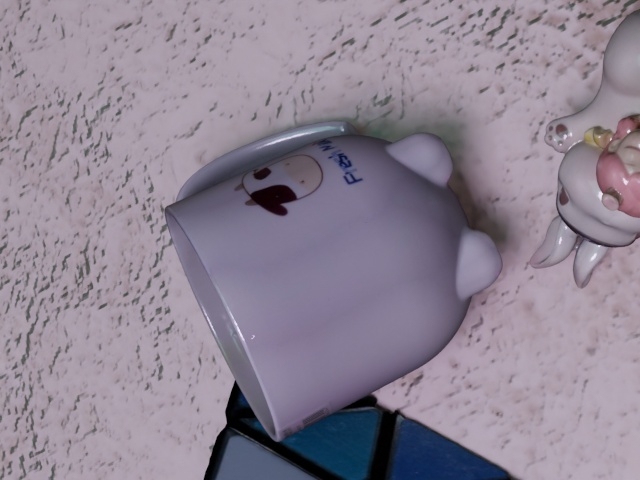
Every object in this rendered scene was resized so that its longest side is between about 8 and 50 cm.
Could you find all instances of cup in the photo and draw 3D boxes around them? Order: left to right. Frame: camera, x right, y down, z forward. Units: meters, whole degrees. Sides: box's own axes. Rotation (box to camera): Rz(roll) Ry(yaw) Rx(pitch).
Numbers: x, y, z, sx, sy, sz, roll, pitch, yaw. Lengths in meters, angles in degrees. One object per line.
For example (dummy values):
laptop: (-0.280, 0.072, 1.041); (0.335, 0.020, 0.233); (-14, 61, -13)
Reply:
cup: (0.006, 0.011, 0.999); (0.142, 0.173, 0.134); (-26, 101, -9)

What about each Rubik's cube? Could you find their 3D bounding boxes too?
Rubik's cube: (-0.010, 0.243, 0.986); (0.284, 0.250, 0.234); (26, 120, 25)

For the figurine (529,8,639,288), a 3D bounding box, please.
figurine: (0.146, -0.039, 0.933); (0.081, 0.098, 0.146); (31, 102, 16)
